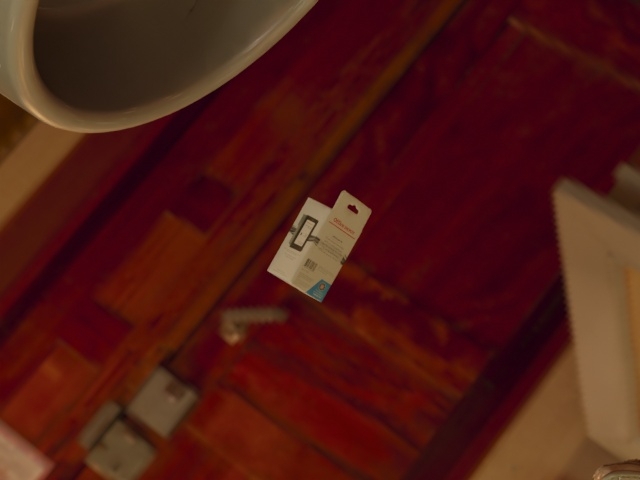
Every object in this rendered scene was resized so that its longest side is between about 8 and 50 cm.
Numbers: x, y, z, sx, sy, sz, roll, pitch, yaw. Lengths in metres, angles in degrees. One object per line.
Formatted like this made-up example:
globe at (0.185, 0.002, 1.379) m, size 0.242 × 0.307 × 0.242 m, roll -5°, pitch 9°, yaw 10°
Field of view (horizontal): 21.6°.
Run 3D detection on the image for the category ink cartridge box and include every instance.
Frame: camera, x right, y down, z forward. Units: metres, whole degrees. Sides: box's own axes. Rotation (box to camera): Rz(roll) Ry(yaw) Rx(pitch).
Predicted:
ink cartridge box at (0.000, 0.000, 1.310) m, size 0.028 × 0.083 × 0.048 m, roll 28°, pitch 176°, yaw 38°

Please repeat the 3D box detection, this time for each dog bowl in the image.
dog bowl at (-0.088, -0.209, 1.009) m, size 0.102 × 0.349 × 0.349 m, roll 46°, pitch 168°, yaw 20°

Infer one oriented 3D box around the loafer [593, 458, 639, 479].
loafer at (0.274, 0.207, 1.430) m, size 0.125 × 0.045 × 0.039 m, roll 18°, pitch -148°, yaw -35°
